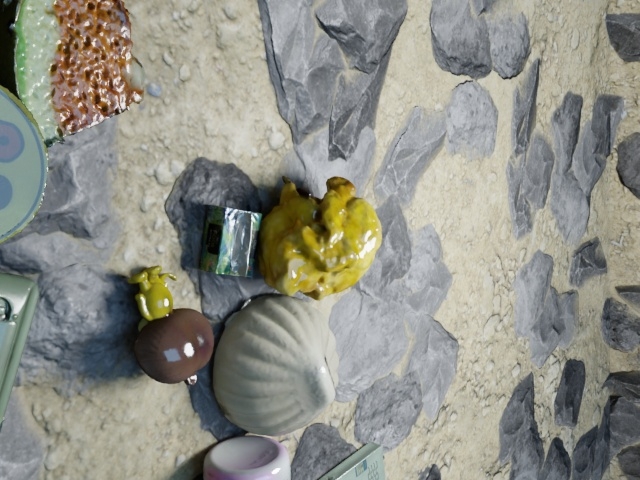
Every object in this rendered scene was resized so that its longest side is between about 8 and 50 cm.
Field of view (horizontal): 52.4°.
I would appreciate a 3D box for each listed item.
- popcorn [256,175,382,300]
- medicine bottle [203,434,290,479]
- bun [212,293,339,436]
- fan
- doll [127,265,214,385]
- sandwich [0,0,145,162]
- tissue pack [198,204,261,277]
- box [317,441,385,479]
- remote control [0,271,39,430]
[{"bbox_3d":[0.003,-0.001,1.152,0.191,0.190,0.254,46,60,-49],"label":"popcorn"},{"bbox_3d":[-0.124,0.484,1.125,0.152,0.152,0.255,-11,106,-45],"label":"medicine bottle"},{"bbox_3d":[-0.046,0.232,1.151,0.263,0.175,0.263,-12,107,-45],"label":"bun"},{"bbox_3d":[-0.406,-0.128,0.699,0.229,0.011,0.335,8,93,-37],"label":"fan"},{"bbox_3d":[-0.232,0.133,1.008,0.145,0.096,0.188,11,63,-61],"label":"doll"},{"bbox_3d":[-0.326,-0.255,0.831,0.212,0.109,0.292,-18,112,-50],"label":"sandwich"},{"bbox_3d":[-0.143,0.003,1.076,0.085,0.079,0.111,9,90,-45],"label":"tissue pack"},{"bbox_3d":[0.077,0.602,1.428,0.210,0.045,0.270,-22,112,-42],"label":"box"},{"bbox_3d":[-0.446,0.201,0.800,0.128,0.065,0.335,21,81,-55],"label":"remote control"}]
